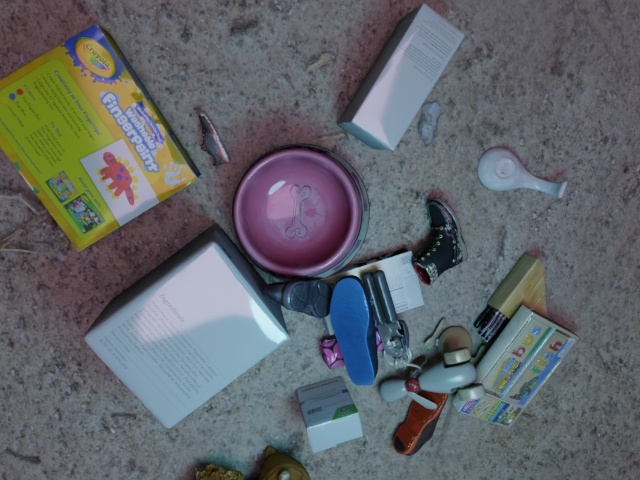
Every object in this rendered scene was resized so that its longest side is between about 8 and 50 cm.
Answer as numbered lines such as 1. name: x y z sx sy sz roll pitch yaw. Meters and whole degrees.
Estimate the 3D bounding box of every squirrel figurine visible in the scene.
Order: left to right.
1. squirrel figurine: -0.216 0.832 1.580 0.396 0.281 0.371 24 89 -16

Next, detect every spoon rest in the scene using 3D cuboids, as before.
1. spoon rest: 0.635 -0.205 1.645 0.276 0.084 0.138 20 95 0

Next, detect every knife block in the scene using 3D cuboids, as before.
1. knife block: 0.614 0.201 1.700 0.241 0.088 0.276 -10 103 -9

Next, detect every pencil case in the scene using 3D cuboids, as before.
1. pencil case: 0.103 0.330 1.634 0.209 0.095 0.098 -19 88 -8

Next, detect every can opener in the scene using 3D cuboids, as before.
1. can opener: 0.207 0.222 1.586 0.075 0.095 0.284 -12 99 31

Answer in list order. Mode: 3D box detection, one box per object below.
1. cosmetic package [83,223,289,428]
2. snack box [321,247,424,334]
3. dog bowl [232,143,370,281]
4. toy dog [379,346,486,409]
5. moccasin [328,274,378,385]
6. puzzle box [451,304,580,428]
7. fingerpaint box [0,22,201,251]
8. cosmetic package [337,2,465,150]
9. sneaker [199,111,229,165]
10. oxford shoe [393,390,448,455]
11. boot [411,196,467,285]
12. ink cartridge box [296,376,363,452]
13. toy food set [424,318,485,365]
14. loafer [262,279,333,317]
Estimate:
1. cosmetic package: -0.345 0.211 1.404 0.393 0.329 0.328 -37 103 -1
2. snack box: 0.152 0.159 1.623 0.321 0.060 0.187 -17 102 -7
3. dog bowl: -0.062 -0.077 1.443 0.407 0.150 0.409 0 92 4
4. toy dog: 0.369 0.441 1.659 0.333 0.161 0.221 2 84 28
5. moccasin: 0.101 0.258 1.523 0.137 0.117 0.343 0 107 19
6. puzzle box: 0.649 0.429 1.708 0.272 0.052 0.409 25 104 -27
7. fingerpaint box: -0.595 -0.262 1.358 0.370 0.163 0.445 -33 105 -2
8. cosmetic package: 0.216 -0.448 1.454 0.155 0.197 0.366 30 96 -15
9. sneaker: -0.317 -0.284 1.459 0.064 0.061 0.158 -24 103 1
10. oxford shoe: 0.351 0.605 1.740 0.098 0.097 0.271 34 92 -40
11. boot: 0.352 0.005 1.592 0.178 0.085 0.237 -35 109 -25
12. ink cartridge box: 0.023 0.530 1.588 0.160 0.219 0.093 -14 106 -7
13. toy food set: 0.448 0.353 1.730 0.192 0.038 0.133 36 85 -9
14. loafer: -0.053 0.153 1.443 0.095 0.302 0.109 9 82 25
